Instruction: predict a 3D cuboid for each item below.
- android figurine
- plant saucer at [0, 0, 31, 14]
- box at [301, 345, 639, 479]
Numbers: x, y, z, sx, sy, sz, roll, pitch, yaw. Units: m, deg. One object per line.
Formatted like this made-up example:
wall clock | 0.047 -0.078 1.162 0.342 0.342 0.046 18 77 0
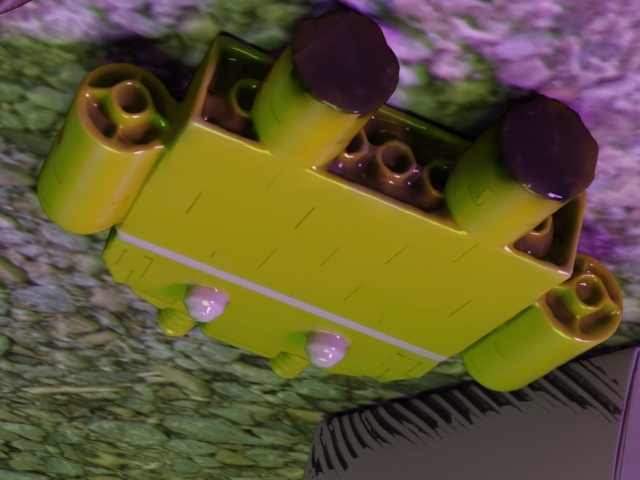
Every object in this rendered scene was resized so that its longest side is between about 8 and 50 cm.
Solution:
android figurine | 0.000 0.000 0.659 0.248 0.056 0.273 22 152 -14
plant saucer | -0.166 -0.125 0.530 0.168 0.029 0.168 12 154 6
box | 0.105 0.142 0.835 0.113 0.094 0.275 30 151 -27
